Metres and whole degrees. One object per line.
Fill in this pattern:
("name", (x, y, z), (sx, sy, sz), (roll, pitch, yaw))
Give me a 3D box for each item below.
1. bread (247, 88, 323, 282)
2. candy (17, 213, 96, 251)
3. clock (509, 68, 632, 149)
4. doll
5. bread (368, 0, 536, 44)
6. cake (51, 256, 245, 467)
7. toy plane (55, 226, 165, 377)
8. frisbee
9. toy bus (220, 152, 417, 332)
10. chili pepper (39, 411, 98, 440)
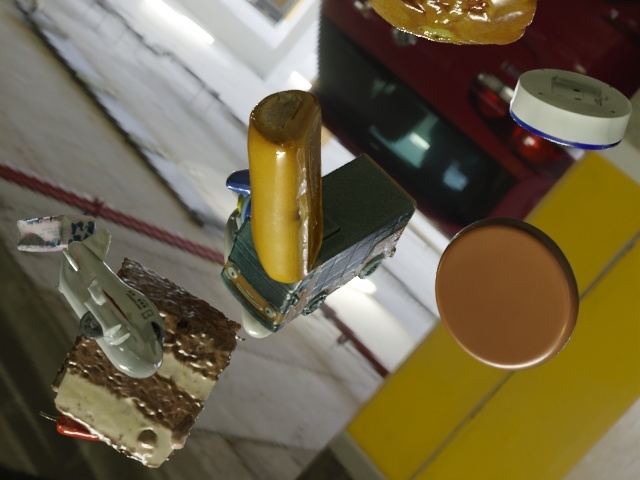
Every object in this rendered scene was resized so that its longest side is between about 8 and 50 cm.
("bread", (-0.037, -0.056, 1.121), (0.074, 0.092, 0.239), (16, 142, 13))
("candy", (-0.556, -0.014, 2.253), (0.160, 0.073, 0.092), (-5, 173, 37))
("clock", (0.496, -0.263, 2.127), (0.230, 0.083, 0.230), (10, -148, -6))
("doll", (-0.110, -0.031, 2.273), (0.376, 0.187, 0.365), (65, 156, 20))
("bread", (0.159, -0.361, 1.345), (0.270, 0.148, 0.270), (24, 153, 13))
("cake", (-0.326, 0.218, 1.976), (0.282, 0.290, 0.256), (33, -176, -7))
("toy plane", (-0.329, 0.105, 1.695), (0.252, 0.118, 0.252), (56, 174, 9))
("frisbee", (0.291, 0.087, 1.715), (0.251, 0.251, 0.021), (44, -149, 20))
("toy bus", (0.000, 0.000, 1.587), (0.275, 0.167, 0.138), (-31, -111, -36))
("chili pepper", (-0.559, 0.453, 2.613), (0.272, 0.063, 0.071), (11, -165, 9))
